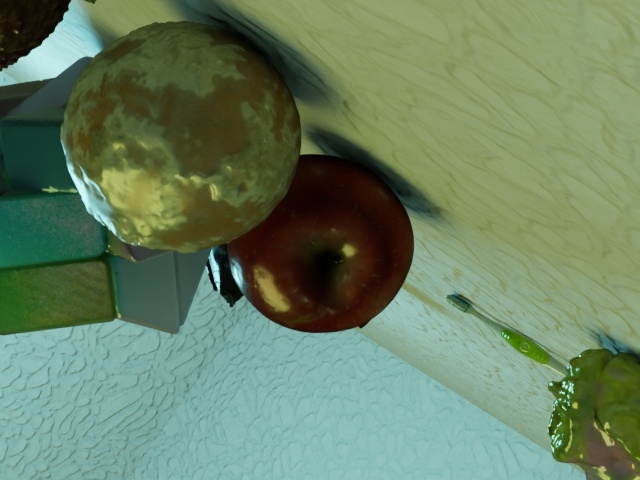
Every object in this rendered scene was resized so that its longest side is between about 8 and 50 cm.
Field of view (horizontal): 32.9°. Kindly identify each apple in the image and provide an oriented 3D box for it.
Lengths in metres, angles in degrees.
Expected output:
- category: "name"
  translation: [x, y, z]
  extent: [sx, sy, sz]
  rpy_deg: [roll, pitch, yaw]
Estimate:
- category: "apple"
  translation: [0.000, 0.000, 1.048]
  extent: [0.181, 0.181, 0.168]
  rpy_deg: [36, -162, -11]

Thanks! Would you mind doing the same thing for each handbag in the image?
- category: "handbag"
  translation: [-0.142, -0.002, 1.754]
  extent: [0.088, 0.211, 0.254]
  rpy_deg: [5, 174, -1]

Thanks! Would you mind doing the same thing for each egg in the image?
- category: "egg"
  translation: [-0.112, -0.084, 0.896]
  extent: [0.233, 0.195, 0.195]
  rpy_deg: [10, 157, 47]

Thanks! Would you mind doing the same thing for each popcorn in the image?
- category: "popcorn"
  translation: [0.284, 0.173, 1.053]
  extent: [0.125, 0.126, 0.145]
  rpy_deg: [-9, 109, 62]

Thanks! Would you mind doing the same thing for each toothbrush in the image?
- category: "toothbrush"
  translation: [0.266, 0.138, 1.360]
  extent: [0.263, 0.022, 0.026]
  rpy_deg: [33, -174, 25]

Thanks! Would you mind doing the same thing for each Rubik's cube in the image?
- category: "Rubik's cube"
  translation: [-0.318, -0.052, 1.437]
  extent: [0.358, 0.387, 0.368]
  rpy_deg: [15, 173, 45]

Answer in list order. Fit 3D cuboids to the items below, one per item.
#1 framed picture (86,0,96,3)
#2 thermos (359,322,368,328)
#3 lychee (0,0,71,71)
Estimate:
- category: "framed picture"
  translation: [-0.350, -0.333, 1.124]
  extent: [0.173, 0.010, 0.231]
  rpy_deg: [30, 172, 45]
- category: "thermos"
  translation: [-0.002, 0.035, 1.739]
  extent: [0.232, 0.099, 0.124]
  rpy_deg: [36, 144, 14]
- category: "lychee"
  translation: [-0.321, -0.236, 0.962]
  extent: [0.194, 0.194, 0.194]
  rpy_deg: [35, 174, 4]
